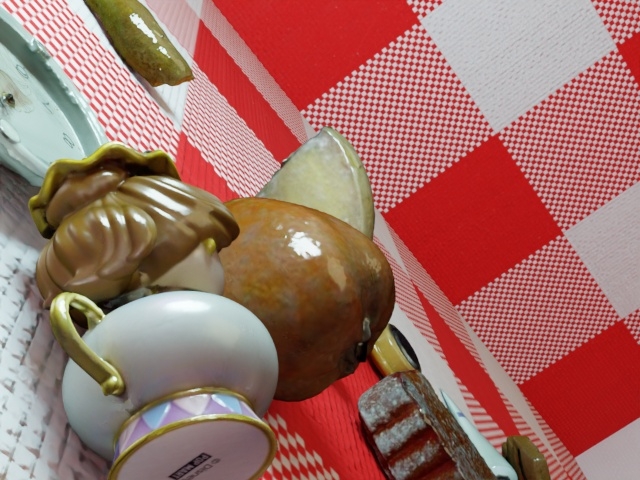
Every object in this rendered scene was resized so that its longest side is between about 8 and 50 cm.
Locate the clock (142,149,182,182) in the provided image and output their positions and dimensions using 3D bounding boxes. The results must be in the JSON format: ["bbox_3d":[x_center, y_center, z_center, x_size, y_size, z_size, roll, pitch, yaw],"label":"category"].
[{"bbox_3d":[-0.187,-0.070,0.955,0.085,0.017,0.085,52,10,-13],"label":"clock"}]

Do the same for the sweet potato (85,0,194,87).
[{"bbox_3d":[-0.285,-0.315,1.184,0.243,0.077,0.077,48,10,1],"label":"sweet potato"}]

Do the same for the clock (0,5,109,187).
[{"bbox_3d":[-0.261,-0.117,0.671,0.236,0.053,0.236,54,9,-13],"label":"clock"}]

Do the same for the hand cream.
[{"bbox_3d":[0.305,0.400,1.597,0.109,0.067,0.320,50,3,-16],"label":"hand cream"}]

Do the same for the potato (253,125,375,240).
[{"bbox_3d":[0.036,-0.011,1.280,0.264,0.189,0.211,58,11,22],"label":"potato"}]

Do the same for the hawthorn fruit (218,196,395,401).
[{"bbox_3d":[-0.048,0.036,0.815,0.251,0.199,0.199,43,6,19],"label":"hawthorn fruit"}]

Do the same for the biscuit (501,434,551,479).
[{"bbox_3d":[0.388,0.463,1.490,0.301,0.043,0.278,75,1,-46],"label":"biscuit"}]

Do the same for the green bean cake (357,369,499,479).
[{"bbox_3d":[0.147,0.287,1.069,0.232,0.097,0.198,57,12,14],"label":"green bean cake"}]

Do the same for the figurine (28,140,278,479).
[{"bbox_3d":[-0.115,0.043,0.552,0.189,0.142,0.263,48,13,-49],"label":"figurine"}]

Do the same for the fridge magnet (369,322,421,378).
[{"bbox_3d":[0.123,0.195,1.357,0.143,0.063,0.143,52,13,-18],"label":"fridge magnet"}]
